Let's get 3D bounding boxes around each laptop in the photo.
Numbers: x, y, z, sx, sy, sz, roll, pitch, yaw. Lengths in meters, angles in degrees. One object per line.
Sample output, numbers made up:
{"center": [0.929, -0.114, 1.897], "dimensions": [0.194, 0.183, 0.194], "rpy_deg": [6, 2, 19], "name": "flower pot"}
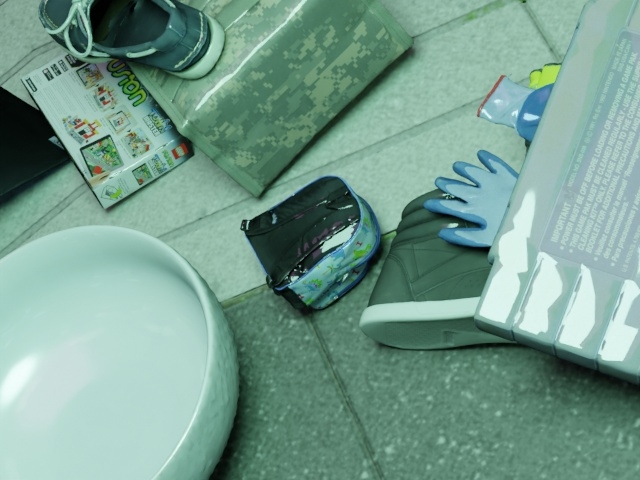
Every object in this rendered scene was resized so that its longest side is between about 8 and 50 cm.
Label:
{"center": [-0.414, -0.038, 2.207], "dimensions": [0.234, 0.136, 0.264], "rpy_deg": [31, 104, 39], "name": "laptop"}

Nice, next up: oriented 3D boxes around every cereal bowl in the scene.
{"center": [-0.219, 0.161, 1.891], "dimensions": [0.339, 0.141, 0.339], "rpy_deg": [-14, 56, 21], "name": "cereal bowl"}

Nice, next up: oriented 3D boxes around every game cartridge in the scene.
{"center": [0.288, -0.057, 1.673], "dimensions": [0.230, 0.068, 0.355], "rpy_deg": [18, 79, 20], "name": "game cartridge"}

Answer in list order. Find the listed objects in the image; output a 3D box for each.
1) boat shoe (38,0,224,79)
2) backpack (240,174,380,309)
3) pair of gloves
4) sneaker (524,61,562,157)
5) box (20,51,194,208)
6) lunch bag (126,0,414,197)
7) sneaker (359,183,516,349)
{"center": [-0.203, -0.216, 1.965], "dimensions": [0.254, 0.079, 0.095], "rpy_deg": [25, 87, 44], "name": "boat shoe"}
{"center": [0.000, 0.000, 1.910], "dimensions": [0.114, 0.084, 0.105], "rpy_deg": [-36, 51, 10], "name": "backpack"}
{"center": [0.188, -0.070, 1.770], "dimensions": [0.159, 0.023, 0.198], "rpy_deg": [23, 73, 36], "name": "pair of gloves"}
{"center": [0.315, -0.081, 1.793], "dimensions": [0.300, 0.111, 0.121], "rpy_deg": [7, 76, 36], "name": "sneaker"}
{"center": [-0.230, -0.133, 2.139], "dimensions": [0.114, 0.036, 0.207], "rpy_deg": [-31, 50, -6], "name": "box"}
{"center": [-0.081, -0.229, 2.050], "dimensions": [0.235, 0.169, 0.287], "rpy_deg": [-44, 42, 5], "name": "lunch bag"}
{"center": [0.176, 0.015, 1.790], "dimensions": [0.295, 0.104, 0.147], "rpy_deg": [-3, 64, 32], "name": "sneaker"}
